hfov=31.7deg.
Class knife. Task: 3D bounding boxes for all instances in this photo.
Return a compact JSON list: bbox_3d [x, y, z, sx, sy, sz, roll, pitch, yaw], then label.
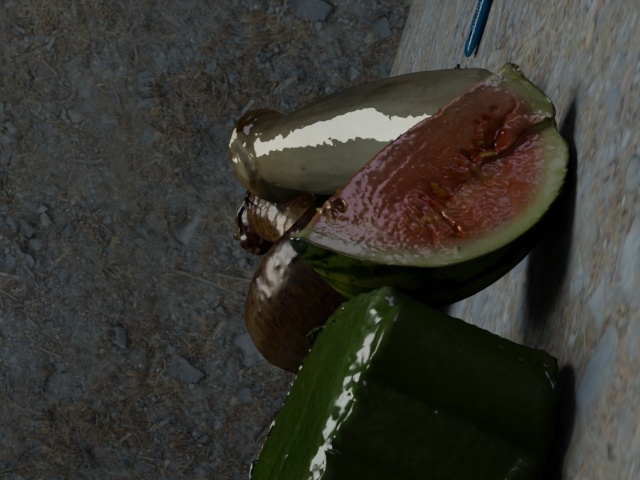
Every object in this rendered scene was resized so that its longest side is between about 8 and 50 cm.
[{"bbox_3d":[0.267,-0.424,1.722,0.044,0.026,0.297,-121,46,-69],"label":"knife"}]

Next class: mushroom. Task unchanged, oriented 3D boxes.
[{"bbox_3d":[0.020,-0.007,1.561,0.356,0.331,0.334,63,-170,19],"label":"mushroom"},{"bbox_3d":[0.071,-0.123,1.321,0.407,0.137,0.154,0,55,41],"label":"mushroom"}]

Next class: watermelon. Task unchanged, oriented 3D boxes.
[{"bbox_3d":[0.136,-0.021,0.994,0.303,0.159,0.128,-38,24,-27],"label":"watermelon"}]

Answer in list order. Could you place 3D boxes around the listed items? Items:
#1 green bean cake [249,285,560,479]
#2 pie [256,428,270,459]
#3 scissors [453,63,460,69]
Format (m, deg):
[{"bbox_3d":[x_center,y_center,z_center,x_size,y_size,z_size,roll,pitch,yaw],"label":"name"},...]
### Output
[{"bbox_3d":[0.058,0.223,0.934,0.335,0.218,0.319,151,141,-77],"label":"green bean cake"},{"bbox_3d":[-0.005,0.335,1.545,0.308,0.085,0.308,-33,-52,-58],"label":"pie"},{"bbox_3d":[0.210,-0.200,1.704,0.317,0.024,0.160,-81,4,-57],"label":"scissors"}]
